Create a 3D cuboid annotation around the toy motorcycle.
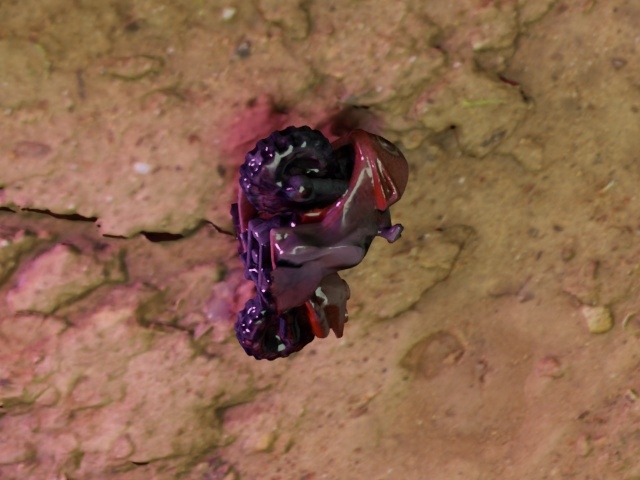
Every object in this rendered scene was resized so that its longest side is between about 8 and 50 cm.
[{"bbox_3d":[0.000,0.000,1.338,0.118,0.084,0.212,-17,140,-20],"label":"toy motorcycle"}]
